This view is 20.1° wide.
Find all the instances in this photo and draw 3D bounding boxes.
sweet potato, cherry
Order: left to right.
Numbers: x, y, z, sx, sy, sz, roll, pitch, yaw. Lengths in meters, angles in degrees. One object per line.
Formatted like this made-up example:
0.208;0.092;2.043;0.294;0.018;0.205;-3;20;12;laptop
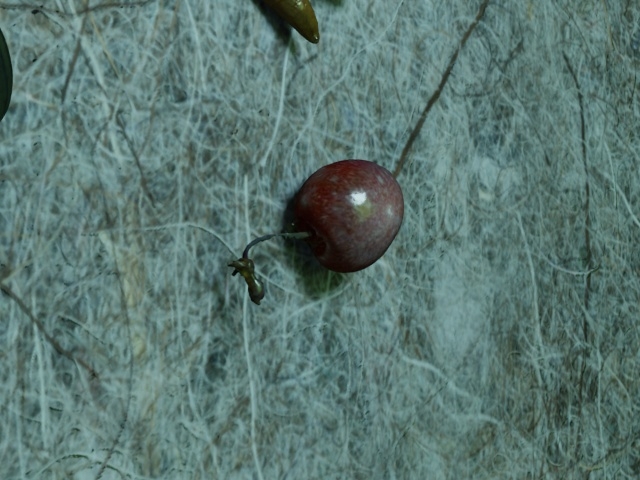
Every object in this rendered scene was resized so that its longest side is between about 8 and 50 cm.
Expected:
-0.051;-0.255;1.677;0.179;0.044;0.044;58;47;-24;sweet potato
0.000;0.000;1.685;0.225;0.090;0.107;-41;131;-35;cherry

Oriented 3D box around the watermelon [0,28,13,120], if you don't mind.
-0.274;-0.129;1.373;0.078;0.078;0.111;-24;106;-48;watermelon
